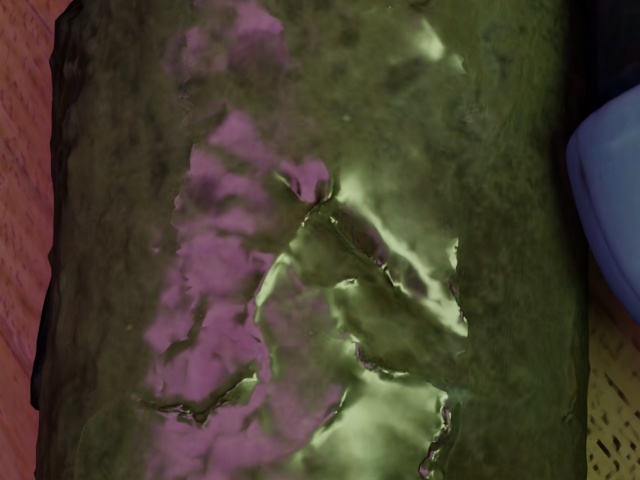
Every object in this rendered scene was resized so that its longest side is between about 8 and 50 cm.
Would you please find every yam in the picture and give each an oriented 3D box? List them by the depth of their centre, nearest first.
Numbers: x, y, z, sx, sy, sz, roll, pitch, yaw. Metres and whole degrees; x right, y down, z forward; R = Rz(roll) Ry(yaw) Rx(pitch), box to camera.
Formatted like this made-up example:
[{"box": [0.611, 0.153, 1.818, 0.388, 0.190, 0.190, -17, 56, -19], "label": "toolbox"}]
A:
[{"box": [0.000, 0.000, 0.502, 0.195, 0.195, 0.300, -7, 76, 34], "label": "yam"}]

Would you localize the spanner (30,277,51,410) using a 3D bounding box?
[{"box": [-0.071, -0.065, 0.660, 0.095, 0.040, 0.325, 28, 102, 31], "label": "spanner"}]

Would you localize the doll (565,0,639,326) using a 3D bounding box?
[{"box": [0.157, -0.074, 0.435, 0.177, 0.141, 0.314, -3, 76, -10], "label": "doll"}]
